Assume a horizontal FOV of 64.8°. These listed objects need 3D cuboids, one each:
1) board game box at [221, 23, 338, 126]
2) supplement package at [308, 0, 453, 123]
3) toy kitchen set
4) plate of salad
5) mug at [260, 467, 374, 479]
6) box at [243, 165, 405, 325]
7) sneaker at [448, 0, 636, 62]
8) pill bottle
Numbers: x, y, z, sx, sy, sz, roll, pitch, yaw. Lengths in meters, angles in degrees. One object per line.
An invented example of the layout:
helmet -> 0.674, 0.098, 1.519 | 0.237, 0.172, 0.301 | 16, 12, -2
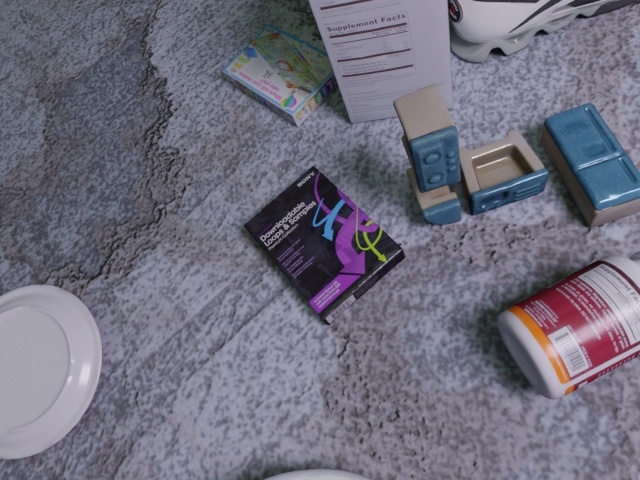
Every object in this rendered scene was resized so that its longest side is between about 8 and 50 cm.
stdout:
board game box -> -0.053, -0.236, 0.710 | 0.154, 0.026, 0.103 | 38, 80, 28
supplement package -> 0.072, -0.266, 0.562 | 0.134, 0.244, 0.139 | -6, 65, 14
toy kitchen set -> 0.193, -0.080, 0.481 | 0.207, 0.166, 0.122 | -20, 61, 7
plate of salad -> -0.348, 0.152, 0.603 | 0.200, 0.048, 0.200 | -3, 73, 9
mug -> 0.008, 0.315, 0.311 | 0.328, 0.276, 0.374 | -12, 31, -8
box -> 0.000, 0.000, 0.581 | 0.116, 0.029, 0.162 | -41, 60, -5
sneaker -> 0.306, -0.345, 0.589 | 0.330, 0.146, 0.122 | -29, 59, 0
pill bottle -> 0.243, 0.068, 0.443 | 0.152, 0.086, 0.086 | -28, 61, 2
